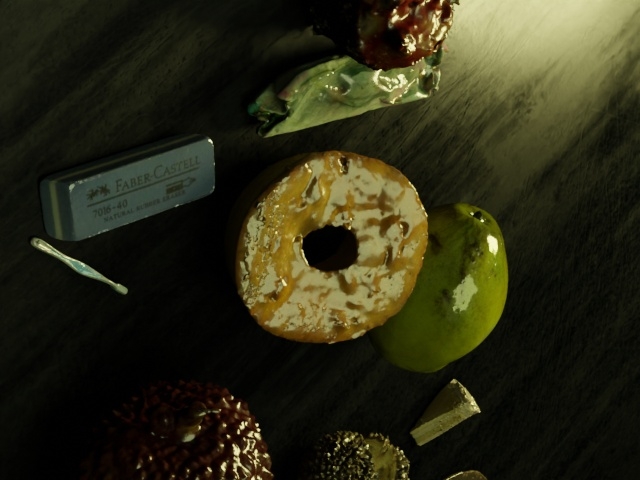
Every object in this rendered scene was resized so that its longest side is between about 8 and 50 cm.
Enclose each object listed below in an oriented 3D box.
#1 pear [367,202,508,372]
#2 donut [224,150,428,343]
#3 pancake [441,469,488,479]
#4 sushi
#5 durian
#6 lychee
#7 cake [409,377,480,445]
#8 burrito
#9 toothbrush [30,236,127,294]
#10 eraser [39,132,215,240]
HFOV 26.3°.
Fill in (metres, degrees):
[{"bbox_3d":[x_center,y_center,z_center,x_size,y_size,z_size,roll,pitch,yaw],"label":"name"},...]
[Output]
[{"bbox_3d":[0.165,0.066,1.962,0.212,0.212,0.269,-1,126,-41],"label":"pear"},{"bbox_3d":[-0.002,-0.001,1.820,0.277,0.108,0.278,-9,113,-23],"label":"donut"},{"bbox_3d":[0.231,0.484,2.380,0.184,0.020,0.191,10,104,-45],"label":"pancake"},{"bbox_3d":[0.102,-0.387,1.687,0.196,0.182,0.343,-19,127,-41],"label":"sushi"},{"bbox_3d":[0.041,0.378,2.077,0.196,0.167,0.196,-7,125,-11],"label":"durian"},{"bbox_3d":[-0.191,0.300,1.742,0.264,0.264,0.300,-12,139,-37],"label":"lychee"},{"bbox_3d":[0.198,0.288,2.222,0.121,0.065,0.052,-47,133,-2],"label":"cake"},{"bbox_3d":[0.039,-0.208,1.806,0.309,0.066,0.096,-20,127,-30],"label":"burrito"},{"bbox_3d":[-0.293,0.032,1.674,0.162,0.017,0.014,36,65,-46],"label":"toothbrush"},{"bbox_3d":[-0.231,-0.067,1.663,0.225,0.036,0.082,-21,127,-33],"label":"eraser"}]
